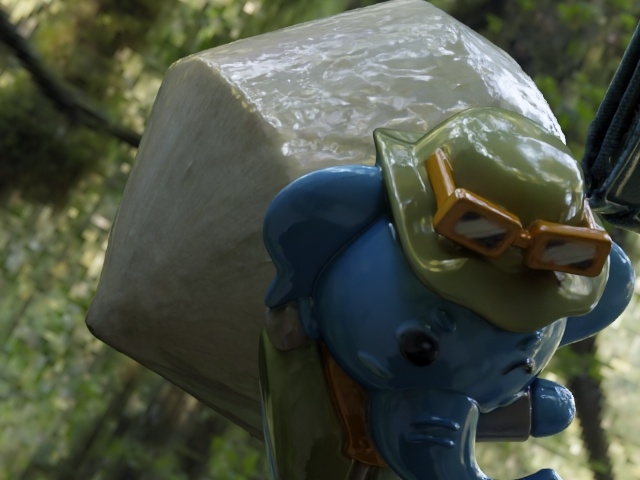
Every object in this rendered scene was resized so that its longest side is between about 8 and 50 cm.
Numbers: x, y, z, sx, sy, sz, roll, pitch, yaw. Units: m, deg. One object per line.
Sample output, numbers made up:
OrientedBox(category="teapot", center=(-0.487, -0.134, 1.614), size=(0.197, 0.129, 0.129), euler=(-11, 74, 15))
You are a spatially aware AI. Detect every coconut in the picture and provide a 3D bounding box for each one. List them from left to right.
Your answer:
OrientedBox(category="coconut", center=(0.000, 0.000, 1.234), size=(0.329, 0.329, 0.329), euler=(25, -17, 9))

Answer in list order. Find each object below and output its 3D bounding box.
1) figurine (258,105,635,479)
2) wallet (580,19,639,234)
OrientedBox(category="figurine", center=(0.058, 0.050, 0.990), size=(0.180, 0.154, 0.262), euler=(20, -52, 10))
OrientedBox(category="wallet", center=(0.308, -0.095, 1.227), size=(0.342, 0.237, 0.075), euler=(14, 10, -43))
